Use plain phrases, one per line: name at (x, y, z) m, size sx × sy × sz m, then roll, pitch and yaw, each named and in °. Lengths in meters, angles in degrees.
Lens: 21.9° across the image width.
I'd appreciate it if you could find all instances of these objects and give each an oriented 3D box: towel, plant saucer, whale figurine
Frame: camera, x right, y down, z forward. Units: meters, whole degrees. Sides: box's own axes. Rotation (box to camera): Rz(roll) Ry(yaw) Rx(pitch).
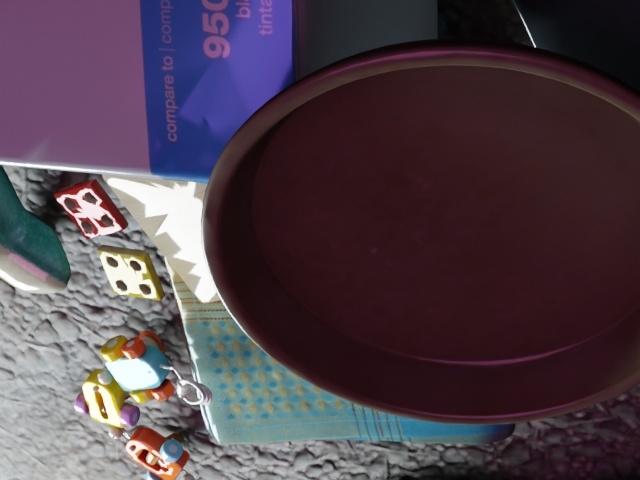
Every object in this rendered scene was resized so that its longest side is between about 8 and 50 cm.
towel at (0.000, 0.000, 1.278) m, size 0.271 × 0.040 × 0.370 m, roll -2°, pitch 119°, yaw 20°
plant saucer at (0.076, -0.003, 0.879) m, size 0.278 × 0.041 × 0.278 m, roll 4°, pitch 135°, yaw 4°
whale figurine at (-0.303, -0.060, 1.283) m, size 0.272 × 0.216 × 0.141 m, roll 31°, pitch 89°, yaw -27°

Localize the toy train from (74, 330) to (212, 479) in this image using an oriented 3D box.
toy train at (-0.141, 0.137, 1.407) m, size 0.125 × 0.046 × 0.166 m, roll 30°, pitch 138°, yaw 4°

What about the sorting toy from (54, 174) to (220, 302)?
sorting toy at (-0.078, -0.025, 1.227) m, size 0.274 × 0.046 × 0.132 m, roll -17°, pitch 118°, yaw 43°

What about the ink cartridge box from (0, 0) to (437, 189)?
ink cartridge box at (-0.150, -0.161, 1.054) m, size 0.395 × 0.285 × 0.166 m, roll 5°, pitch 111°, yaw 18°

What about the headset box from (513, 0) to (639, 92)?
headset box at (0.235, -0.109, 0.967) m, size 0.131 × 0.283 × 0.246 m, roll -16°, pitch 115°, yaw 28°
